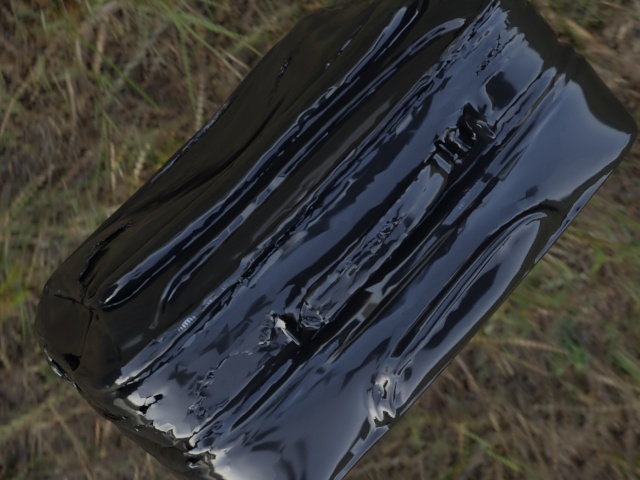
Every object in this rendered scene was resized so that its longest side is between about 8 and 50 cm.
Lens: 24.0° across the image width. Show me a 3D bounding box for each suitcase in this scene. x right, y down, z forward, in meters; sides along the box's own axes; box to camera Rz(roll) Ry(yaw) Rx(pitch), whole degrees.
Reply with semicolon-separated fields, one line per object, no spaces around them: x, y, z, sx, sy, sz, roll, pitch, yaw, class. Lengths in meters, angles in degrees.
0.000;0.000;0.939;0.345;0.339;0.188;-46;105;-12;suitcase
